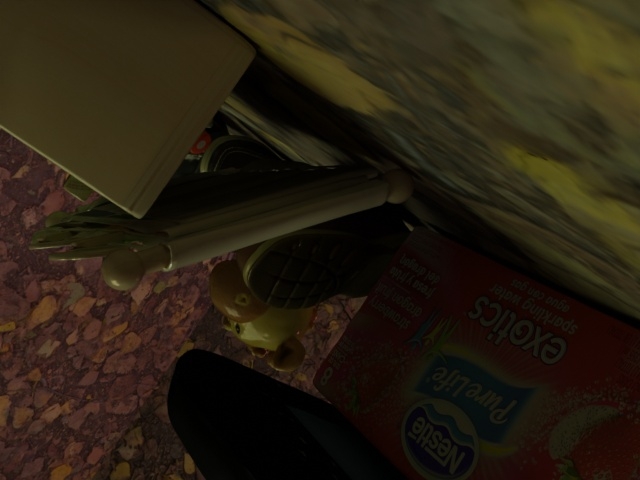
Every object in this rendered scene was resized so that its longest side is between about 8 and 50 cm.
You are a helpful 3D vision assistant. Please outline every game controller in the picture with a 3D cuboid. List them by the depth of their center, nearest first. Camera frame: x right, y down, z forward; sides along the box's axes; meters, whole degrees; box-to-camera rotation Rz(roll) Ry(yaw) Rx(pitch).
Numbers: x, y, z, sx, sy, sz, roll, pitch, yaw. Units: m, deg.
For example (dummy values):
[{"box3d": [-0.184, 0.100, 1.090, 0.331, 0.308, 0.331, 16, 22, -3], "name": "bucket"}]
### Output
[{"box3d": [0.042, 0.150, 0.510, 0.166, 0.067, 0.319, 52, -171, 37], "name": "game controller"}]

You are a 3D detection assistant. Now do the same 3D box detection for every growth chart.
[{"box3d": [-0.066, -0.017, 0.467, 0.237, 0.172, 0.021, 13, 117, 65], "name": "growth chart"}]

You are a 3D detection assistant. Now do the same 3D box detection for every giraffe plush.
[{"box3d": [-0.044, 0.032, 0.924, 0.210, 0.170, 0.181, 35, 178, -8], "name": "giraffe plush"}]

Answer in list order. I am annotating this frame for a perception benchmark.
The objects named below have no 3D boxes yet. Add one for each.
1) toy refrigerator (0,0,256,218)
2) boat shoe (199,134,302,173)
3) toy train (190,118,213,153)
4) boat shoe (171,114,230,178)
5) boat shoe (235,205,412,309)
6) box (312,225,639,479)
[{"box3d": [-0.121, -0.084, 0.476, 0.102, 0.094, 0.269, 35, 178, -16], "name": "toy refrigerator"}, {"box3d": [-0.035, -0.044, 0.748, 0.049, 0.056, 0.152, 27, -176, 39], "name": "boat shoe"}, {"box3d": [-0.145, -0.128, 0.661, 0.166, 0.046, 0.125, 26, -155, -16], "name": "toy train"}, {"box3d": [-0.157, -0.122, 0.815, 0.233, 0.084, 0.079, 41, 144, 32], "name": "boat shoe"}, {"box3d": [0.000, 0.000, 0.549, 0.060, 0.064, 0.178, 53, -156, 19], "name": "boat shoe"}, {"box3d": [0.120, 0.101, 0.469, 0.128, 0.123, 0.257, 36, 178, -30], "name": "box"}]
